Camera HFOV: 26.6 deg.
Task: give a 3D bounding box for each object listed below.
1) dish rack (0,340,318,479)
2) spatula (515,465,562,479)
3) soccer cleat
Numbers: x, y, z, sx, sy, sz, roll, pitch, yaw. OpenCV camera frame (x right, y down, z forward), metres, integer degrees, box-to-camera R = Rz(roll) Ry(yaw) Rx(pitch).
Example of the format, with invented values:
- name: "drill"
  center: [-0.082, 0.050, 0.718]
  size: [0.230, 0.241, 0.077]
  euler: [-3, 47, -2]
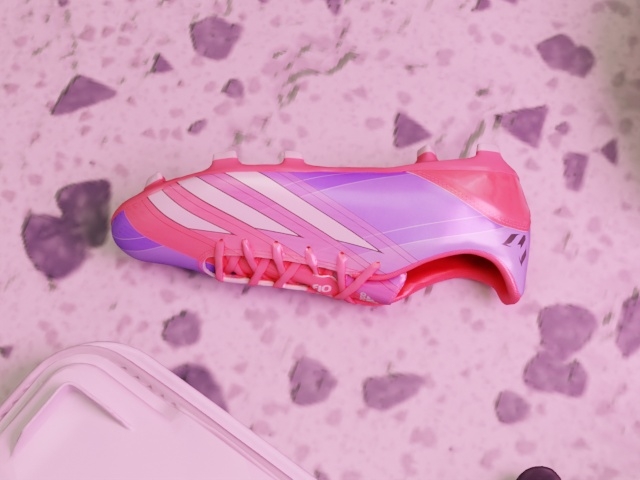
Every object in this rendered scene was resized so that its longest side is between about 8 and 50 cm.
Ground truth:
- name: "dish rack"
  center: [-0.134, 0.229, 0.711]
  size: [0.285, 0.072, 0.333]
  euler: [34, 73, 18]
- name: "spatula"
  center: [0.060, 0.251, 0.702]
  size: [0.084, 0.030, 0.296]
  euler: [22, 71, 15]
- name: "soccer cleat"
  center: [0.000, 0.000, 0.794]
  size: [0.248, 0.083, 0.095]
  euler: [-5, 71, 0]
